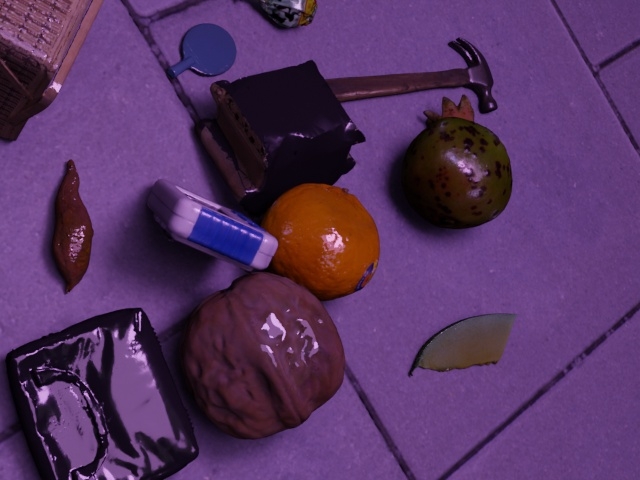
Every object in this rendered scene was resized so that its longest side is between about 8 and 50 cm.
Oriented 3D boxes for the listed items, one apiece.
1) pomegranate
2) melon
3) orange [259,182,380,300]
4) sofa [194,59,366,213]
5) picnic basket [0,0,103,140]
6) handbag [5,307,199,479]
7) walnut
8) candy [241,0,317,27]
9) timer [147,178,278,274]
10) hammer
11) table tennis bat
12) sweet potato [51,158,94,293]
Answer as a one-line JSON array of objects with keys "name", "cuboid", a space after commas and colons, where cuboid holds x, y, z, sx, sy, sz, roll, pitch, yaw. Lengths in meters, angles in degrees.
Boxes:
[{"name": "pomegranate", "cuboid": [0.251, -0.162, 1.892, 0.231, 0.231, 0.285, -2, 67, -30]}, {"name": "melon", "cuboid": [0.273, 0.210, 1.907, 0.262, 0.053, 0.114, -16, 103, -28]}, {"name": "orange", "cuboid": [-0.001, 0.002, 1.697, 0.219, 0.219, 0.193, 5, 117, -29]}, {"name": "sofa", "cuboid": [-0.079, -0.182, 1.760, 0.258, 0.182, 0.200, -21, 69, -33]}, {"name": "picnic basket", "cuboid": [-0.454, -0.311, 1.464, 0.175, 0.313, 0.228, 27, 64, -20]}, {"name": "handbag", "cuboid": [-0.337, 0.259, 1.506, 0.244, 0.088, 0.275, -21, 90, -30]}, {"name": "walnut", "cuboid": [-0.092, 0.189, 1.584, 0.273, 0.227, 0.273, 8, 76, -33]}, {"name": "candy", "cuboid": [-0.151, -0.474, 1.830, 0.306, 0.091, 0.083, 16, 79, -18]}, {"name": "timer", "cuboid": [-0.183, -0.022, 1.585, 0.178, 0.253, 0.078, 24, 94, -21]}, {"name": "hammer", "cuboid": [0.177, -0.319, 1.989, 0.440, 0.044, 0.168, -12, 84, -32]}, {"name": "table tennis bat", "cuboid": [-0.217, -0.339, 1.783, 0.155, 0.019, 0.100, -42, 99, -33]}, {"name": "sweet potato", "cuboid": [-0.396, -0.030, 1.566, 0.068, 0.068, 0.226, 4, 74, -29]}]
